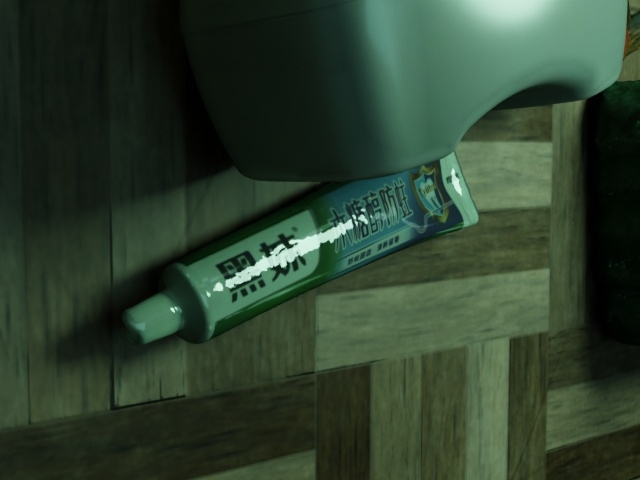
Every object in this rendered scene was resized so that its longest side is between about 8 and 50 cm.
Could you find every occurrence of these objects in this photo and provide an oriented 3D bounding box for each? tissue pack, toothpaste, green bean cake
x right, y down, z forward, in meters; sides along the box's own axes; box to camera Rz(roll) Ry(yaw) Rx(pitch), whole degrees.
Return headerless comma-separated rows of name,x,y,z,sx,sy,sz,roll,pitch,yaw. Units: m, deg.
tissue pack,0.066,-0.193,0.792,0.333,0.229,0.236,-24,109,-37
toothpaste,0.000,0.000,0.862,0.392,0.061,0.099,-26,97,-40
green bean cake,0.457,-0.044,1.203,0.308,0.169,0.300,-14,103,-42

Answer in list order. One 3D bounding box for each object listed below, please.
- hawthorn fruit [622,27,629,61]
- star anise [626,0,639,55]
hawthorn fruit,0.212,-0.190,0.993,0.138,0.133,0.133,-32,116,-13
star anise,0.332,-0.278,1.052,0.346,0.237,0.148,38,55,-76
